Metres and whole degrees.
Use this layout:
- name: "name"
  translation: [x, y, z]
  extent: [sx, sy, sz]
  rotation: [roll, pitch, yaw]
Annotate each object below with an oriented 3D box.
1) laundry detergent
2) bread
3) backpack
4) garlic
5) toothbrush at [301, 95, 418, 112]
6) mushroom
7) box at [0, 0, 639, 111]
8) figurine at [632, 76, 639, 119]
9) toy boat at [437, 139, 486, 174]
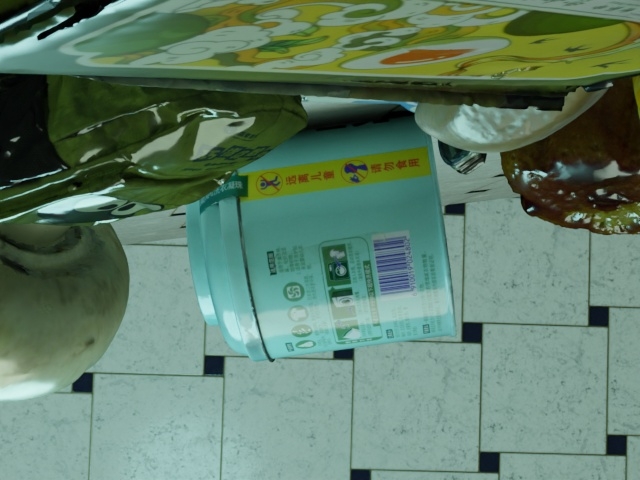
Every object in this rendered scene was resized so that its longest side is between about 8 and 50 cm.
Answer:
- name: "laundry detergent"
  translation: [0.000, 0.000, 1.560]
  extent: [0.305, 0.287, 0.287]
  rotation: [-7, 177, 4]
- name: "bread"
  translation: [0.327, -0.097, 1.396]
  extent: [0.246, 0.135, 0.232]
  rotation: [-6, 151, 36]
- name: "backpack"
  translation: [-0.140, -0.097, 0.949]
  extent: [0.253, 0.140, 0.207]
  rotation: [-17, 173, 27]
- name: "garlic"
  translation: [0.190, -0.150, 1.155]
  extent: [0.143, 0.112, 0.318]
  rotation: [-3, 165, -18]
- name: "toothbrush"
  translation: [0.112, -0.148, 1.387]
  extent: [0.386, 0.040, 0.040]
  rotation: [-4, 176, -40]
- name: "mushroom"
  translation: [-0.311, 0.025, 1.215]
  extent: [0.356, 0.315, 0.315]
  rotation: [6, -176, 32]
- name: "box"
  translation: [0.116, -0.152, 0.457]
  extent: [0.420, 0.138, 0.373]
  rotation: [-5, 175, -44]
- name: "figurine"
  translation: [0.379, -0.155, 1.167]
  extent: [0.246, 0.131, 0.156]
  rotation: [-3, 141, -37]
- name: "toy boat"
  translation: [0.161, -0.130, 1.481]
  extent: [0.059, 0.066, 0.140]
  rotation: [-33, -158, 17]
